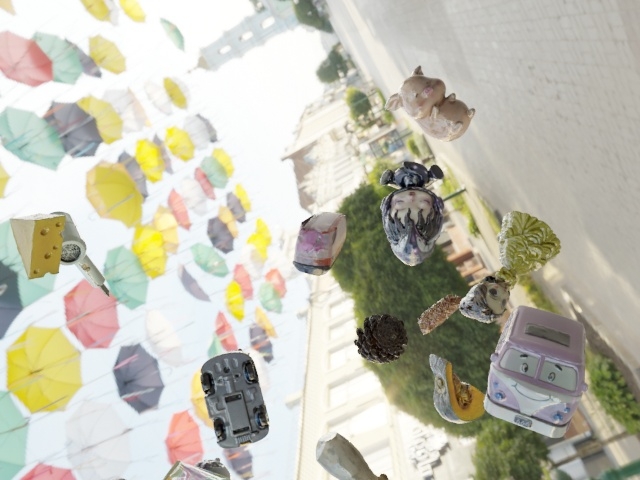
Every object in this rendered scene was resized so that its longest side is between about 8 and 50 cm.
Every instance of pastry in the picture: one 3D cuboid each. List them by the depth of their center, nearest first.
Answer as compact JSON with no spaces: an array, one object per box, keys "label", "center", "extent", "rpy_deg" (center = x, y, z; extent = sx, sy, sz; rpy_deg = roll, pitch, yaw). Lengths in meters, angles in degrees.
[{"label":"pastry","center":[0.372,0.223,1.761],"extent":[0.063,0.169,0.087],"rpy_deg":[52,-170,21]}]

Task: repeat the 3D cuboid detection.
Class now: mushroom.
[{"label":"mushroom","center":[0.072,0.565,1.402],"extent":[0.097,0.088,0.212],"rpy_deg":[-16,-133,-43]}]

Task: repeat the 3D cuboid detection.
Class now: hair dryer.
[{"label":"hair dryer","center":[-0.758,0.078,1.813],"extent":[0.173,0.107,0.357],"rpy_deg":[46,164,42]}]

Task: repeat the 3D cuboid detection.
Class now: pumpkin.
[{"label":"pumpkin","center":[0.556,0.587,2.251],"extent":[0.139,0.190,0.281],"rpy_deg":[176,88,-71]}]

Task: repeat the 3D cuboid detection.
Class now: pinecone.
[{"label":"pinecone","center":[0.181,0.319,1.802],"extent":[0.162,0.165,0.163],"rpy_deg":[15,-120,-28]}]

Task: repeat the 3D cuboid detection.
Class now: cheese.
[{"label":"cheese","center":[-0.759,0.017,1.529],"extent":[0.093,0.126,0.171],"rpy_deg":[-17,-71,-56]}]

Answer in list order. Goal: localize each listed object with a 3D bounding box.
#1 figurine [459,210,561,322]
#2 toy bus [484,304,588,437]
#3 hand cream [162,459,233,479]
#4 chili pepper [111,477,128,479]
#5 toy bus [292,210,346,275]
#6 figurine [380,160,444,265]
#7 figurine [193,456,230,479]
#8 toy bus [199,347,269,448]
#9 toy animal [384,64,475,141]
[{"label":"figurine","center":[0.523,0.096,1.578],"extent":[0.168,0.315,0.187],"rpy_deg":[18,151,44]},{"label":"toy bus","center":[0.354,0.208,0.924],"extent":[0.202,0.141,0.142],"rpy_deg":[-33,-43,-60]},{"label":"hand cream","center":[-0.191,0.391,0.884],"extent":[0.076,0.174,0.047],"rpy_deg":[-51,-54,-44]},{"label":"chili pepper","center":[-0.607,0.738,1.691],"extent":[0.050,0.153,0.041],"rpy_deg":[35,-125,-13]},{"label":"toy bus","center":[0.000,0.000,1.796],"extent":[0.303,0.127,0.147],"rpy_deg":[-49,-34,-72]},{"label":"figurine","center":[0.201,-0.055,1.260],"extent":[0.145,0.145,0.222],"rpy_deg":[45,-134,-57]},{"label":"figurine","center":[-0.384,0.755,1.734],"extent":[0.274,0.193,0.133],"rpy_deg":[14,-112,-52]},{"label":"toy bus","center":[-0.194,0.350,1.287],"extent":[0.136,0.126,0.210],"rpy_deg":[-174,70,-85]},{"label":"toy animal","center":[0.346,-0.410,1.725],"extent":[0.250,0.166,0.154],"rpy_deg":[42,157,5]}]
